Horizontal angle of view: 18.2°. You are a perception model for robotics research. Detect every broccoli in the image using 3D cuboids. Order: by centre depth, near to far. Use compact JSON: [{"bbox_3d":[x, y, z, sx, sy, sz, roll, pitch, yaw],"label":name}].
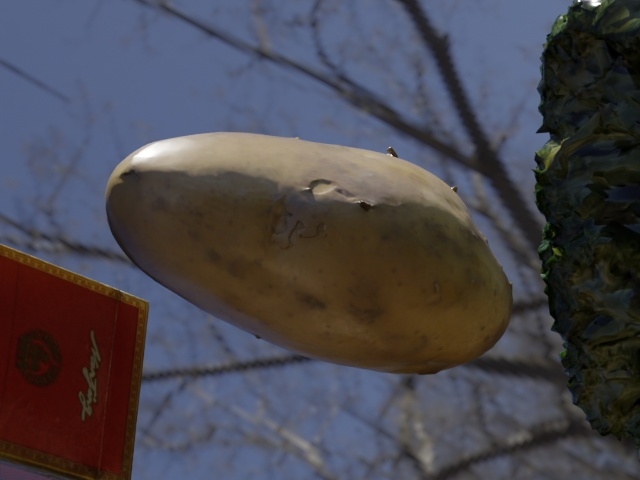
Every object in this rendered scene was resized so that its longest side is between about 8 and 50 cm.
[{"bbox_3d":[0.263,-0.023,0.993,0.283,0.303,0.321,-127,43,-72],"label":"broccoli"}]

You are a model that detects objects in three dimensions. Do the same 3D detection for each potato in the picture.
[{"bbox_3d":[-0.001,0.000,1.114,0.161,0.234,0.128,138,150,-88],"label":"potato"}]

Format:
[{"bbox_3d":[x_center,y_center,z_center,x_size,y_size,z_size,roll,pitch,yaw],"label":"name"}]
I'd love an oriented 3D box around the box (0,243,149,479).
[{"bbox_3d":[-0.233,0.083,1.401,0.239,0.074,0.153,24,-122,-42],"label":"box"}]
